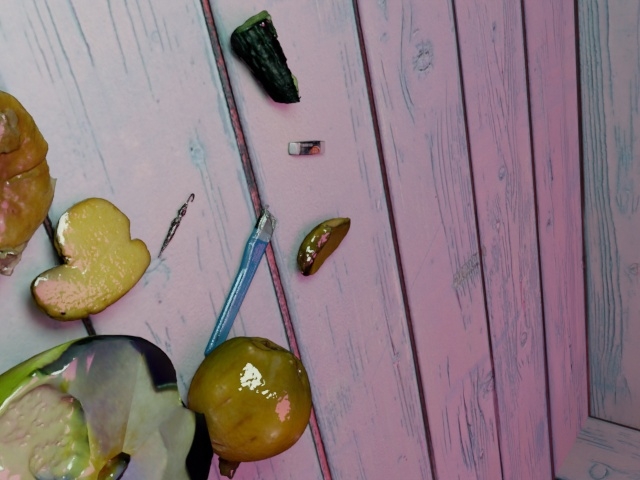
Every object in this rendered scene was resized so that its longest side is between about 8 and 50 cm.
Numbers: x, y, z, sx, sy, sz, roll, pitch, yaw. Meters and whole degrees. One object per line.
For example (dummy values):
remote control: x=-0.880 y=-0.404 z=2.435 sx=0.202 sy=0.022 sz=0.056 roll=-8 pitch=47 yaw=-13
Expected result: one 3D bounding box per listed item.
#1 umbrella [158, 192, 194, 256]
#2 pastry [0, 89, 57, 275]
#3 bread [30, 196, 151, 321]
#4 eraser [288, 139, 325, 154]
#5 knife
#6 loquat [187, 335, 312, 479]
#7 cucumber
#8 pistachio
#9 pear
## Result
umbrella: x=-0.234 y=-0.027 z=1.244 sx=0.022 sy=0.013 sz=0.122 roll=76 pitch=37 yaw=-62
pastry: x=-0.421 y=-0.077 z=0.888 sx=0.257 sy=0.120 sz=0.236 roll=5 pitch=94 yaw=-54
bread: x=-0.338 y=0.026 z=1.082 sx=0.187 sy=0.065 sz=0.150 roll=-40 pitch=118 yaw=-37
eraser: x=-0.024 y=-0.178 z=1.482 sx=0.099 sy=0.019 sz=0.027 roll=-13 pitch=108 yaw=-53
knife: x=-0.144 y=0.075 z=1.382 sx=0.044 sy=0.026 sz=0.297 roll=37 pitch=71 yaw=-48
loquat: x=-0.126 y=0.289 z=1.317 sx=0.213 sy=0.213 sz=0.246 roll=13 pitch=98 yaw=-54
cucumber: x=-0.094 y=-0.315 z=1.306 sx=0.085 sy=0.115 sz=0.193 roll=-29 pitch=141 yaw=6
pistachio: x=0.000 y=0.000 z=1.534 sx=0.173 sy=0.049 sz=0.090 roll=-47 pitch=158 yaw=-39
pear: x=-0.346 y=0.307 z=1.045 sx=0.398 sy=0.165 sz=0.399 roll=-17 pitch=112 yaw=-51
